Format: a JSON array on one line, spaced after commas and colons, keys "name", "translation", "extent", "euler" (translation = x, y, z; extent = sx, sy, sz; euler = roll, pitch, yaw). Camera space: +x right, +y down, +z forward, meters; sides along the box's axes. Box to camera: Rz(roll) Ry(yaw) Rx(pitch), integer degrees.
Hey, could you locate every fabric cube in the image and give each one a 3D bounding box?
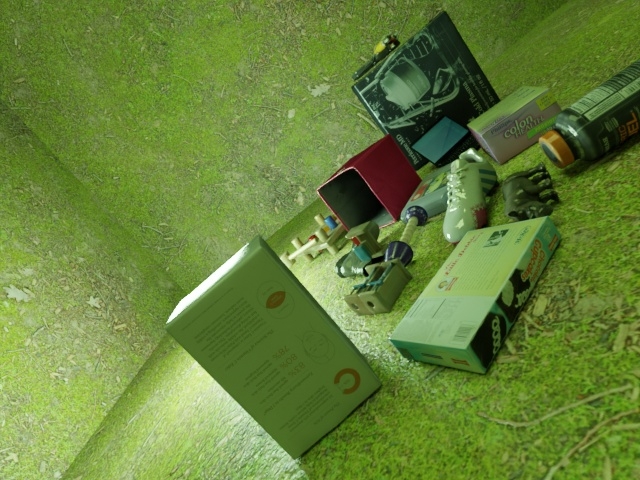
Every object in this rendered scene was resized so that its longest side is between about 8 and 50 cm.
[{"name": "fabric cube", "translation": [0.195, -0.208, 1.565], "extent": [0.258, 0.259, 0.254], "euler": [-47, 13, -33]}]

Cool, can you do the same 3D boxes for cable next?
[{"name": "cable", "translation": [0.247, -0.835, 1.807], "extent": [0.139, 0.072, 0.287], "euler": [-43, 14, -34]}]

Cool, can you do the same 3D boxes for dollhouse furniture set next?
[{"name": "dollhouse furniture set", "translation": [0.107, 0.075, 1.010], "extent": [0.129, 0.184, 0.128], "euler": [-48, 15, -33]}]

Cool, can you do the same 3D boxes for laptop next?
[{"name": "laptop", "translation": [0.533, -0.417, 1.602], "extent": [0.234, 0.137, 0.264], "euler": [-43, 13, -12]}]

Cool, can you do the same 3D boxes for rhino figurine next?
[{"name": "rhino figurine", "translation": [0.447, -0.089, 0.863], "extent": [0.106, 0.073, 0.243], "euler": [-26, 19, 33]}]

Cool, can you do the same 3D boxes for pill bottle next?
[{"name": "pill bottle", "translation": [0.609, -0.261, 0.864], "extent": [0.245, 0.130, 0.130], "euler": [-36, 13, 18]}]

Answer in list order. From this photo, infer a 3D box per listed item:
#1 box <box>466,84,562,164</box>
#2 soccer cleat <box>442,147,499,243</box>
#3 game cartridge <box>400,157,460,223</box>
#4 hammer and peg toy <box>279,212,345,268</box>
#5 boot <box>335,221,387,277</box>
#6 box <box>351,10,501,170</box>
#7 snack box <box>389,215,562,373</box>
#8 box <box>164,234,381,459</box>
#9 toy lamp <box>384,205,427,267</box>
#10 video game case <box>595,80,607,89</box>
[{"name": "box", "translation": [0.609, -0.371, 1.272], "extent": [0.213, 0.117, 0.243], "euler": [-34, 13, 20]}, {"name": "soccer cleat", "translation": [0.368, -0.123, 1.043], "extent": [0.116, 0.143, 0.331], "euler": [-27, 18, 45]}, {"name": "game cartridge", "translation": [0.399, -0.174, 1.346], "extent": [0.196, 0.060, 0.294], "euler": [-21, 22, 45]}, {"name": "hammer and peg toy", "translation": [0.000, 0.000, 1.710], "extent": [0.265, 0.127, 0.361], "euler": [-20, 23, 51]}, {"name": "boot", "translation": [0.165, 0.030, 1.285], "extent": [0.161, 0.083, 0.247], "euler": [-10, 37, 53]}, {"name": "box", "translation": [0.470, -0.666, 1.851], "extent": [0.471, 0.480, 0.297], "euler": [-36, 14, 14]}, {"name": "snack box", "translation": [0.285, 0.088, 0.741], "extent": [0.322, 0.060, 0.187], "euler": [-46, 14, -26]}, {"name": "box", "translation": [-0.085, 0.194, 0.775], "extent": [0.215, 0.345, 0.168], "euler": [-40, 12, -3]}, {"name": "toy lamp", "translation": [0.245, -0.005, 1.148], "extent": [0.080, 0.080, 0.275], "euler": [-29, 14, 39]}, {"name": "video game case", "translation": [0.782, -0.387, 1.053], "extent": [0.173, 0.022, 0.190], "euler": [-42, 14, -11]}]
